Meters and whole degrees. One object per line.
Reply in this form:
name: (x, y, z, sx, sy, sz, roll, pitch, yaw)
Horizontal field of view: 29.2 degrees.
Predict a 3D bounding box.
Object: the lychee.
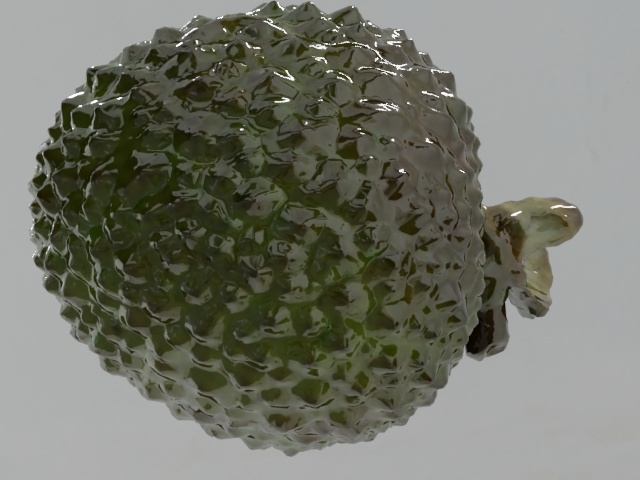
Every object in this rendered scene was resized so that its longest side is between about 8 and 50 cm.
lychee: (-0.012, -0.002, 0.739, 0.320, 0.270, 0.270, 27, -59, 4)
